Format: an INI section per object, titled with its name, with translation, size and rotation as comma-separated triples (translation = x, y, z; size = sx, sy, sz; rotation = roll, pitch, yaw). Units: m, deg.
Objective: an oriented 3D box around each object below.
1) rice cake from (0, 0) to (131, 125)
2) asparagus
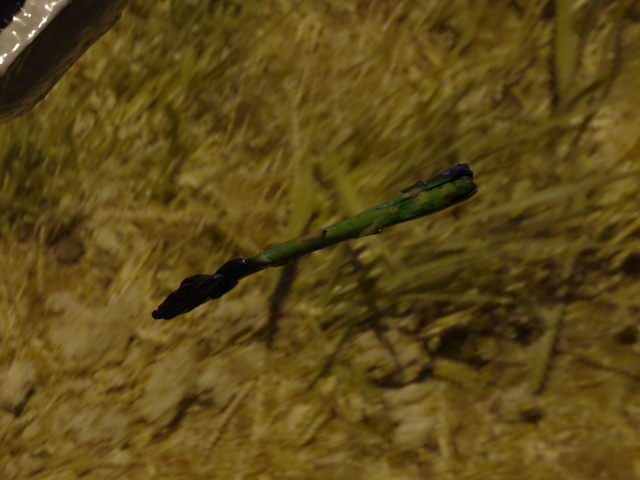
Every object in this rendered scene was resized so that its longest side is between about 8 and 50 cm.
[rice cake]
translation = -0.062, -0.212, 0.939
size = 0.399, 0.070, 0.064
rotation = -46, 72, 2
[asparagus]
translation = 0.000, 0.000, 1.100
size = 0.233, 0.023, 0.022
rotation = -22, 40, -24
